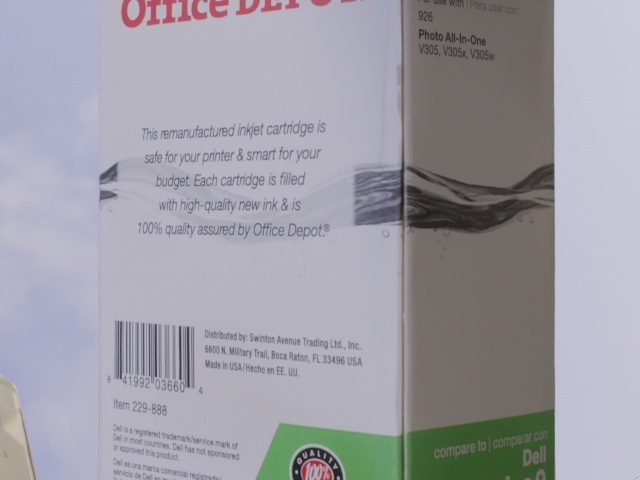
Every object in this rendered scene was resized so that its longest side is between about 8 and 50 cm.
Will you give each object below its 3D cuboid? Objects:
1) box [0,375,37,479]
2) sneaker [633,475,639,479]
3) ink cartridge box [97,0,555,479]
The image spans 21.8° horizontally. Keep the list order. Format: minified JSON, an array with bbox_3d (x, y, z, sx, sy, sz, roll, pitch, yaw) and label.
[{"bbox_3d":[-0.331,0.190,0.998,0.148,0.311,0.121,40,-160,-44],"label":"box"},{"bbox_3d":[0.219,0.224,1.167,0.059,0.053,0.144,-55,-17,-56],"label":"sneaker"},{"bbox_3d":[0.000,0.000,0.799,0.121,0.211,0.289,-1,-88,-46],"label":"ink cartridge box"}]
